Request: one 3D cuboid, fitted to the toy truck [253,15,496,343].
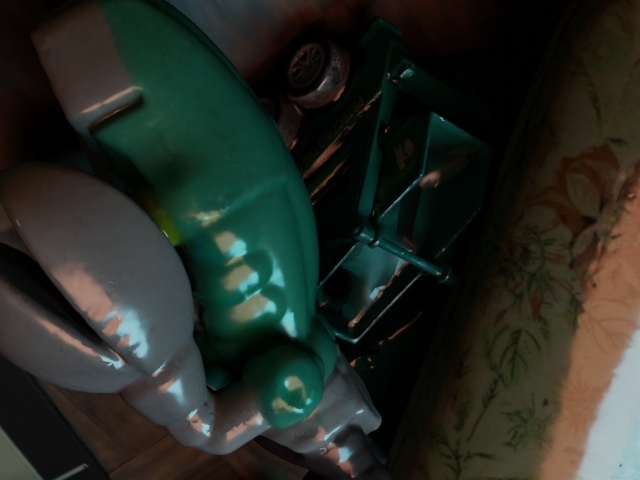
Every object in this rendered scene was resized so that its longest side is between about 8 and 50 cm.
[{"bbox_3d":[0.000,0.000,0.970,0.110,0.116,0.216,27,114,-41],"label":"toy truck"}]

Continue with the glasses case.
[{"bbox_3d":[0.138,0.062,0.967,0.157,0.098,0.425,16,109,-9],"label":"glasses case"}]

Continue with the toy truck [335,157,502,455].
[{"bbox_3d":[0.110,0.030,1.061,0.253,0.114,0.124,-38,124,9],"label":"toy truck"}]

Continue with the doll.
[{"bbox_3d":[-0.069,0.016,0.837,0.153,0.258,0.195,-29,166,0],"label":"doll"}]

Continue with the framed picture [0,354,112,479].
[{"bbox_3d":[-0.290,0.100,0.990,0.265,0.016,0.347,-29,136,0],"label":"framed picture"}]
